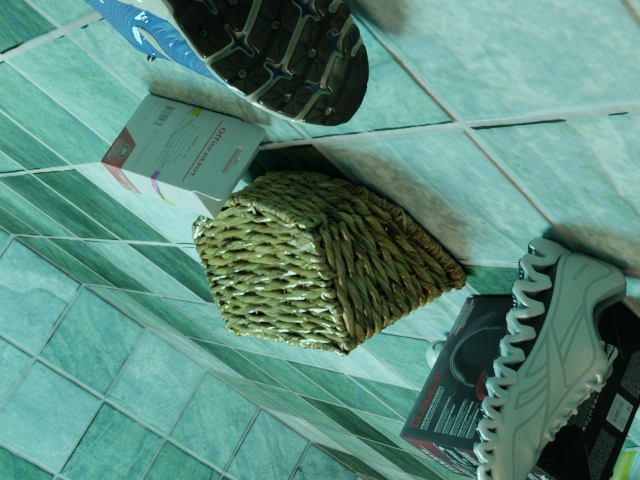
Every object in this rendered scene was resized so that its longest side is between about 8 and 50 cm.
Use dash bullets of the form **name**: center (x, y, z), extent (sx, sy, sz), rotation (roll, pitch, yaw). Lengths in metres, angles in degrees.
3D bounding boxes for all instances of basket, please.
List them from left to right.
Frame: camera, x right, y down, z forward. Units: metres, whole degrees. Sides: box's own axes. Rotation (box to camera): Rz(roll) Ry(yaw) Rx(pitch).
- **basket**: center (0.000, 0.000, 1.237), extent (0.299, 0.223, 0.214), rotation (2, 114, 55)

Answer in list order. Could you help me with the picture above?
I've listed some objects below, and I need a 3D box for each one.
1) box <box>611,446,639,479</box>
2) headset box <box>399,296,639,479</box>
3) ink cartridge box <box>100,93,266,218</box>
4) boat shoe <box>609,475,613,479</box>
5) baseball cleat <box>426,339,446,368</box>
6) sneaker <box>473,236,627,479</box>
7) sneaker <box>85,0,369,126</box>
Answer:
- **box**: center (0.558, 0.418, 1.461), extent (0.203, 0.114, 0.103), rotation (32, 162, -1)
- **headset box**: center (0.241, 0.185, 1.159), extent (0.110, 0.218, 0.293), rotation (37, 161, -22)
- **ink cartridge box**: center (-0.159, -0.101, 1.171), extent (0.198, 0.115, 0.067), rotation (19, 158, 31)
- **boat shoe**: center (0.422, 0.425, 1.708), extent (0.302, 0.098, 0.109), rotation (34, 161, -12)
- **baseball cleat**: center (0.258, 0.222, 1.467), extent (0.206, 0.072, 0.109), rotation (33, 155, -21)
- **sneaker**: center (0.233, 0.144, 0.964), extent (0.118, 0.292, 0.110), rotation (15, 170, 16)
- **sneaker**: center (-0.102, -0.210, 0.834), extent (0.330, 0.130, 0.147), rotation (34, 176, -2)
